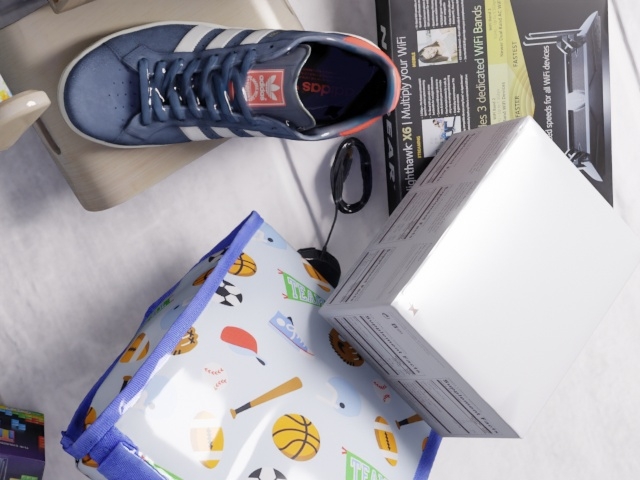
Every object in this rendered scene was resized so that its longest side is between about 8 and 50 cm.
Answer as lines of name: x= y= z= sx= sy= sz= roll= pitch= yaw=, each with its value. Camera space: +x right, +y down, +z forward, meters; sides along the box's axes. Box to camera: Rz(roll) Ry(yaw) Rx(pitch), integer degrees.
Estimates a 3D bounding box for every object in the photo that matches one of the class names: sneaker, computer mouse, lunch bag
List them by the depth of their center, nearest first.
sneaker: x=-0.084 y=-0.156 z=1.779 sx=0.350 sy=0.148 sz=0.131 roll=-8 pitch=103 yaw=-15
lunch bag: x=-0.071 y=0.209 z=1.800 sx=0.328 sy=0.385 sz=0.239 roll=42 pitch=116 yaw=-8
computer mouse: x=0.000 y=0.000 z=1.978 sx=0.071 sy=0.041 sz=0.242 roll=19 pitch=94 yaw=-23

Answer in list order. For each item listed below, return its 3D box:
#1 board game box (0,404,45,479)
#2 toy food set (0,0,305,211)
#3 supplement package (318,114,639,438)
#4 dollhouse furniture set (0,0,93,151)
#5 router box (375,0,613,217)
board game box: x=-0.383 y=0.215 z=1.910 sx=0.170 sy=0.141 sz=0.048 roll=12 pitch=103 yaw=-13
toy food set: x=-0.171 y=-0.197 z=1.874 sx=0.306 sy=0.092 sz=0.219 roll=-32 pitch=108 yaw=-9
supplement package: x=0.169 y=0.041 z=1.818 sx=0.204 sy=0.145 sz=0.262 roll=46 pitch=66 yaw=-18
dollhouse furniture set: x=-0.333 y=-0.276 z=1.582 sx=0.394 sy=0.256 sz=0.362 roll=-27 pitch=86 yaw=-34
router box: x=0.191 y=-0.152 z=1.942 sx=0.243 sy=0.081 sz=0.308 roll=-6 pitch=106 yaw=-9
